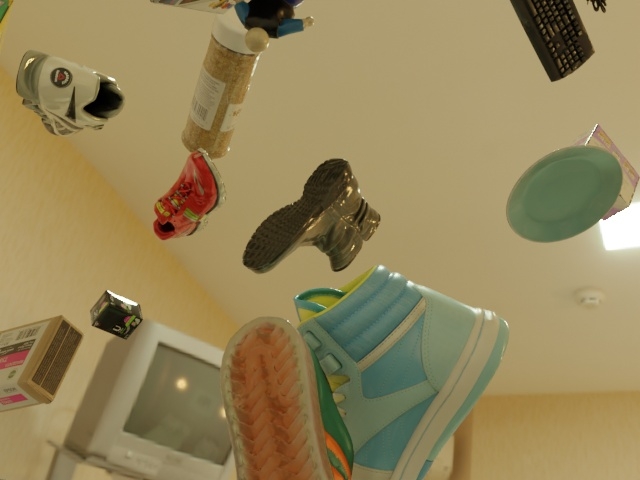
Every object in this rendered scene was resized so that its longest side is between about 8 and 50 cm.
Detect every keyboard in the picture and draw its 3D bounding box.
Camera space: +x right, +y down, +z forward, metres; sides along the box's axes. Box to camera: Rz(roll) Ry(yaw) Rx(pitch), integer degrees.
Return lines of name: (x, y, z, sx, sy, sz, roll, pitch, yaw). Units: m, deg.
keyboard: (0.473, -0.484, 1.436, 0.317, 0.201, 0.033, 49, -7, -34)

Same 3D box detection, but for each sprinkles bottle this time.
sprinkles bottle: (-0.220, -0.350, 1.648, 0.121, 0.121, 0.355, 17, -47, -12)

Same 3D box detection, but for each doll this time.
doll: (-0.070, -0.362, 1.151, 0.129, 0.189, 0.046, 21, -38, 4)

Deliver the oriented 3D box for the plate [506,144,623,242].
plate: (0.376, -0.074, 1.134, 0.188, 0.024, 0.188, -6, -50, -7)

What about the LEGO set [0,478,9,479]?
LEGO set: (-0.318, 0.270, 0.721, 0.083, 0.054, 0.023, 41, 7, 20)

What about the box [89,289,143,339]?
box: (-0.412, 0.151, 1.471, 0.083, 0.052, 0.062, 32, -73, -35)

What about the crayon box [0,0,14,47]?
crayon box: (-0.691, -0.247, 1.343, 0.106, 0.363, 0.313, 20, -48, -22)

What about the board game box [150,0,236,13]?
board game box: (-0.113, -0.467, 1.154, 0.305, 0.053, 0.193, -26, -3, 30)

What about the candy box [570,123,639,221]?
candy box: (0.634, -0.157, 1.651, 0.165, 0.196, 0.070, 51, -52, -1)

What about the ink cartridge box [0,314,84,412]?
ink cartridge box: (-0.688, 0.289, 1.688, 0.235, 0.193, 0.088, -16, -51, 26)

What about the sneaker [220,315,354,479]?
sneaker: (-0.014, 0.218, 0.607, 0.108, 0.302, 0.121, -15, -32, 18)

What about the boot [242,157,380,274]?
boot: (0.000, 0.000, 1.176, 0.083, 0.246, 0.161, 21, -29, 47)

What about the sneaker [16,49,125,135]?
sneaker: (-0.421, -0.243, 1.310, 0.146, 0.122, 0.330, 12, 1, -5)

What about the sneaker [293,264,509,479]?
sneaker: (0.030, 0.166, 0.770, 0.208, 0.319, 0.127, 31, 11, 2)

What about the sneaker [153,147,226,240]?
sneaker: (-0.275, -0.076, 1.470, 0.118, 0.107, 0.279, -24, -19, -33)
